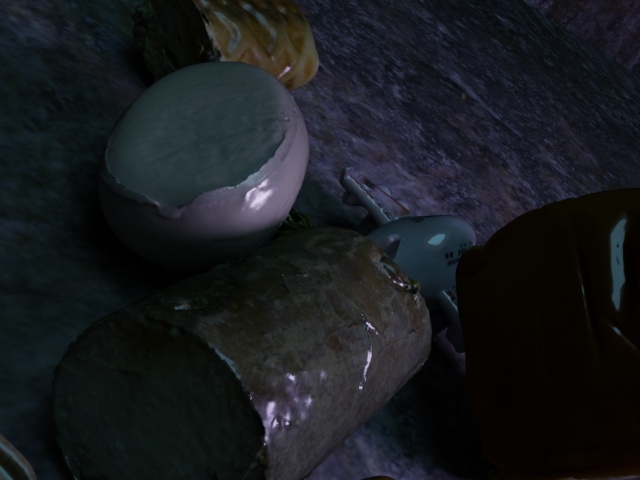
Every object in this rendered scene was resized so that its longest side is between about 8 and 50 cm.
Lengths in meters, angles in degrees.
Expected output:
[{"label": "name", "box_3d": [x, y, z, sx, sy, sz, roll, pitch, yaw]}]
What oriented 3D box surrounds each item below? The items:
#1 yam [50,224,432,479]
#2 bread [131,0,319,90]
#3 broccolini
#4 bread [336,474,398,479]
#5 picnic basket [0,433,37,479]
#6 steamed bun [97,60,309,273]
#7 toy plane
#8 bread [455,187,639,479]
[{"label": "yam", "box_3d": [-0.033, 0.087, 0.583, 0.168, 0.168, 0.304, 47, 33, 11]}, {"label": "bread", "box_3d": [-0.101, -0.241, 0.952, 0.152, 0.130, 0.267, 44, 30, 14]}, {"label": "broccolini", "box_3d": [0.000, 0.000, 0.731, 0.054, 0.051, 0.239, -28, 37, -33]}, {"label": "bread", "box_3d": [0.016, 0.226, 0.492, 0.260, 0.129, 0.134, 4, 45, -47]}, {"label": "picnic basket", "box_3d": [-0.269, 0.102, 0.320, 0.266, 0.139, 0.165, 41, 31, 0]}, {"label": "steamed bun", "box_3d": [-0.098, -0.061, 0.702, 0.177, 0.131, 0.228, 1, 44, 6]}, {"label": "toy plane", "box_3d": [0.097, 0.023, 0.848, 0.252, 0.118, 0.252, 31, 31, -21]}, {"label": "bread", "box_3d": [0.265, 0.107, 0.723, 0.225, 0.250, 0.279, 27, 52, -54]}]
